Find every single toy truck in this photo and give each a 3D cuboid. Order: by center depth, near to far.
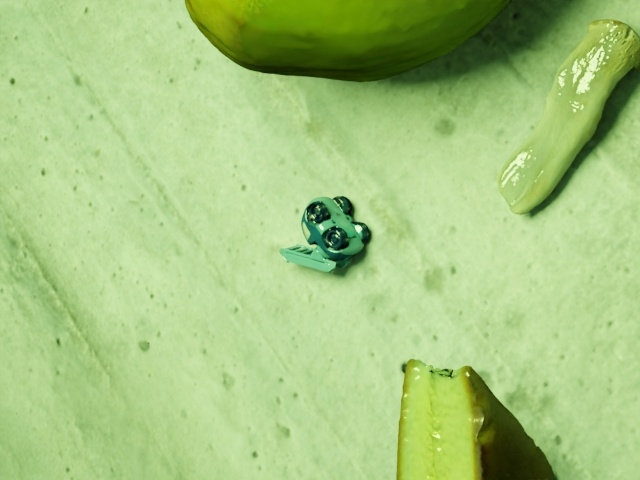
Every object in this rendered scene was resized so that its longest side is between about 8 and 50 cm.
[{"bbox_3d":[0.000,0.000,1.187,0.090,0.056,0.073,-44,71,35],"label":"toy truck"}]

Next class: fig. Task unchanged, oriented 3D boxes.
[{"bbox_3d":[0.040,-0.299,1.041,0.343,0.343,0.343,-3,85,31],"label":"fig"}]

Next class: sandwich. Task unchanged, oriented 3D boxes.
[{"bbox_3d":[0.138,0.228,1.040,0.122,0.128,0.235,1,89,38],"label":"sandwich"}]

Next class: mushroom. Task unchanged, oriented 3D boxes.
[{"bbox_3d":[0.232,-0.113,1.057,0.059,0.054,0.202,42,113,33],"label":"mushroom"}]
